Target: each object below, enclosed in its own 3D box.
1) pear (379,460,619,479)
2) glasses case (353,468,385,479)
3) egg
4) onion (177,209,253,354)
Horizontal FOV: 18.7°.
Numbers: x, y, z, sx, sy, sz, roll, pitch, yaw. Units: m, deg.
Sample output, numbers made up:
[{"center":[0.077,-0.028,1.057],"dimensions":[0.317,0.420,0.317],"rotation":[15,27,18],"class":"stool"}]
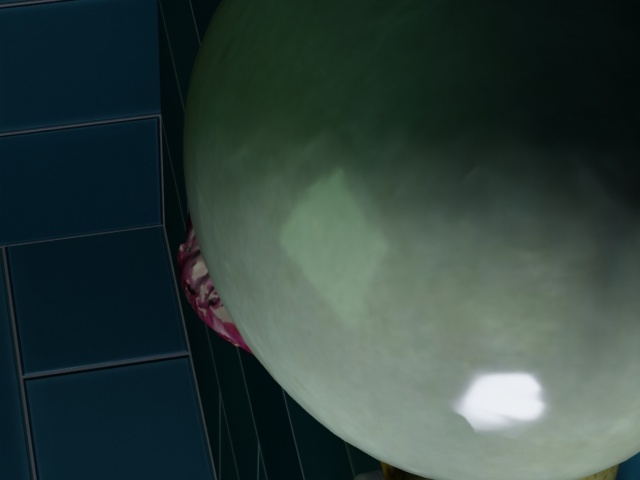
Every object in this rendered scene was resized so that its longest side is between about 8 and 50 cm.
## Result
[{"center":[0.100,0.107,1.149],"dimensions":[0.167,0.136,0.167],"rotation":[172,90,-76],"class":"pear"},{"center":[0.071,0.350,1.716],"dimensions":[0.113,0.075,0.297],"rotation":[124,137,-78],"class":"glasses case"},{"center":[0.065,-0.034,0.896],"dimensions":[0.352,0.258,0.258],"rotation":[-109,15,-55],"class":"egg"},{"center":[0.000,0.000,1.592],"dimensions":[0.163,0.230,0.230],"rotation":[23,-129,-58],"class":"onion"}]
